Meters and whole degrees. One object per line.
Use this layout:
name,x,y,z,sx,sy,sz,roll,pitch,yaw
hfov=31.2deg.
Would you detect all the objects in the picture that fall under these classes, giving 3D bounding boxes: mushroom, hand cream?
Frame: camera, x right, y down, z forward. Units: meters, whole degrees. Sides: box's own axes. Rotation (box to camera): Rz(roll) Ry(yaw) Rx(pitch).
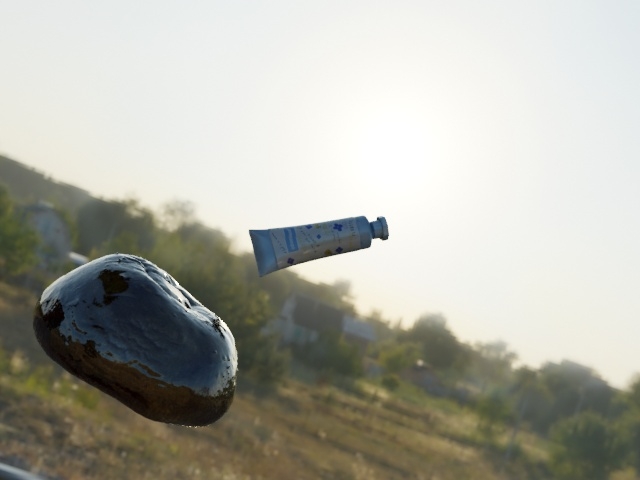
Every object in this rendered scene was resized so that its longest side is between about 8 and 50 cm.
mushroom,-0.184,0.097,1.191,0.231,0.138,0.194,29,-8,6
hand cream,0.000,0.000,1.419,0.170,0.065,0.043,-12,-22,-10
